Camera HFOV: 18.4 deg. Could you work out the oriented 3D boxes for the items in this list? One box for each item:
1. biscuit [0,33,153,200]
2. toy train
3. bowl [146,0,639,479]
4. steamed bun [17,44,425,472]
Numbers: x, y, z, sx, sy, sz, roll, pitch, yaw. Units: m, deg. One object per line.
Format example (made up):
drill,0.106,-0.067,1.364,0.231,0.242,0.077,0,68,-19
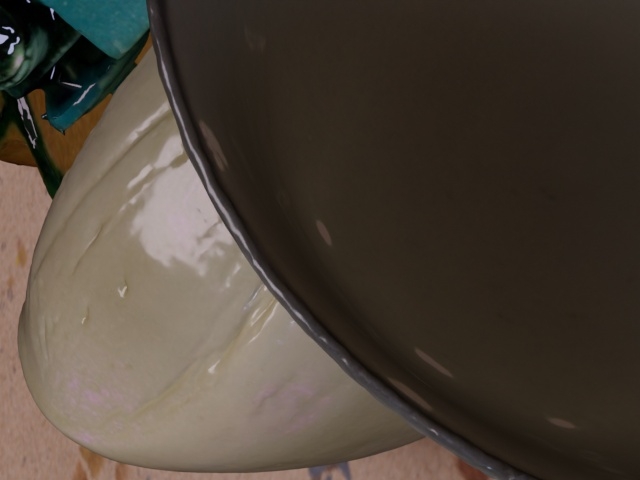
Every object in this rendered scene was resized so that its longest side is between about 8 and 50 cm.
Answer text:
biscuit,-0.137,-0.147,1.147,0.287,0.057,0.343,-39,56,45
toy train,-0.076,-0.181,0.884,0.194,0.120,0.298,-42,16,33
bowl,0.098,-0.046,0.647,0.157,0.337,0.337,121,141,-64
steamed bun,0.000,0.000,0.827,0.155,0.200,0.250,46,118,29
